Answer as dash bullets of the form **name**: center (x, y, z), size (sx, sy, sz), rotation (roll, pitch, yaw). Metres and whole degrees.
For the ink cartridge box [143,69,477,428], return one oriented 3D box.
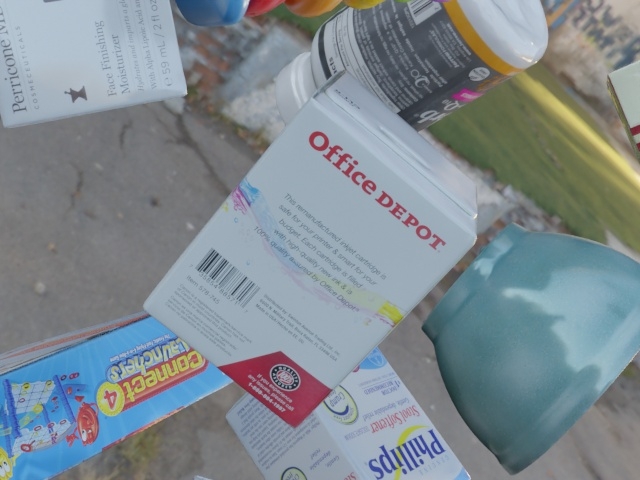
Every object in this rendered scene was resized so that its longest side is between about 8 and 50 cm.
- **ink cartridge box**: center (0.000, 0.000, 0.580), size (0.128, 0.176, 0.127), rotation (40, 21, -5)

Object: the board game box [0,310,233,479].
- **board game box**: center (-0.281, 0.152, 0.776), size (0.302, 0.308, 0.086), rotation (-20, 93, -52)

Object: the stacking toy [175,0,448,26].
- **stacking toy**: center (0.058, -0.214, 0.575), size (0.302, 0.175, 0.166), rotation (2, 14, -19)

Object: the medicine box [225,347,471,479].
- **medicine box**: center (0.048, 0.318, 1.364), size (0.289, 0.149, 0.263), rotation (53, 27, 19)

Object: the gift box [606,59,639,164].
- **gift box**: center (0.579, -0.164, 1.268), size (0.276, 0.258, 0.255), rotation (65, 19, -1)

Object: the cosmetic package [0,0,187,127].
- **cosmetic package**: center (-0.248, -0.209, 0.921), size (0.151, 0.183, 0.151), rotation (-145, -137, -71)

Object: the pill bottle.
- **pill bottle**: center (0.090, -0.201, 0.971), size (0.162, 0.278, 0.162), rotation (26, 50, -36)

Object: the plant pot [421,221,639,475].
- **plant pot**: center (0.246, 0.103, 1.063), size (0.196, 0.293, 0.293), rotation (40, 20, 12)

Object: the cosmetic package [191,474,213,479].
- **cosmetic package**: center (-0.113, 0.398, 0.857), size (0.160, 0.309, 0.113), rotation (24, 16, -15)
